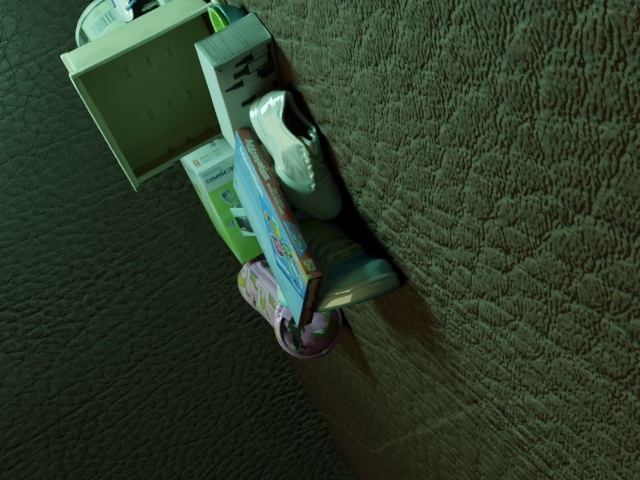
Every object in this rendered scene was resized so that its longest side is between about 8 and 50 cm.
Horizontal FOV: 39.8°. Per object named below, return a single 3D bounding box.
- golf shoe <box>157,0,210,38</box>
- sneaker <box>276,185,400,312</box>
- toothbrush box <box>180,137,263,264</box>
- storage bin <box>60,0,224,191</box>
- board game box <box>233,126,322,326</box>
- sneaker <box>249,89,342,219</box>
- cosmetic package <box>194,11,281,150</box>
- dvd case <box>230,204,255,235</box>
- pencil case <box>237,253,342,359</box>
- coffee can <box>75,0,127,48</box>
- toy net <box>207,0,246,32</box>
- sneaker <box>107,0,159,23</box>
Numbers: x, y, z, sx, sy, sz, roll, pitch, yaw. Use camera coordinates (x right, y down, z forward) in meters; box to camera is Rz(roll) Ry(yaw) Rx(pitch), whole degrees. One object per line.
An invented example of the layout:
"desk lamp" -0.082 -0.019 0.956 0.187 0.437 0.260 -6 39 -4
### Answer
"golf shoe" -0.252 -0.389 1.585 0.176 0.086 0.069 61 168 -19
"sneaker" 0.000 0.000 1.387 0.319 0.127 0.208 -7 97 61
"toothbrush box" -0.225 -0.116 2.146 0.206 0.122 0.283 46 162 53
"storage bin" -0.263 -0.253 1.522 0.123 0.262 0.260 48 165 51
"board game box" -0.071 -0.022 1.340 0.145 0.027 0.281 101 148 -57
"sneaker" -0.022 -0.123 1.292 0.094 0.080 0.212 -10 117 55
"cosmetic package" -0.112 -0.226 1.330 0.060 0.098 0.239 56 170 23
"dvd case" -0.142 -0.046 2.037 0.119 0.013 0.087 0 131 28
"pencil case" -0.080 0.141 2.075 0.386 0.160 0.167 -143 53 -67
"coffee can" -0.386 -0.384 1.924 0.275 0.201 0.201 54 169 30
"toy net" -0.174 -0.382 1.332 0.232 0.045 0.122 50 167 43
"sneaker" -0.384 -0.542 1.744 0.182 0.127 0.315 46 165 12
